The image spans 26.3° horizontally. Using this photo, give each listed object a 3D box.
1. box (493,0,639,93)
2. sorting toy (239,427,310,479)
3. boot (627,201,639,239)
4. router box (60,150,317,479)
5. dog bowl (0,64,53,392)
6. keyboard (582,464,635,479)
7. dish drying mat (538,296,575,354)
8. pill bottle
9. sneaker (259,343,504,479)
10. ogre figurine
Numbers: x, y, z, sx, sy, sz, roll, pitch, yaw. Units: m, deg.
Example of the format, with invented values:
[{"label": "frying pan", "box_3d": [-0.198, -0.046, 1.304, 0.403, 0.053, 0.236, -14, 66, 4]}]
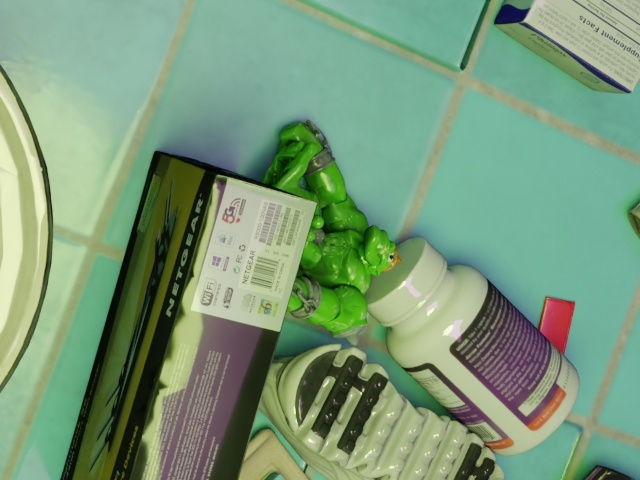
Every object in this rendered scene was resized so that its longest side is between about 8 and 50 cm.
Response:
[{"label": "box", "box_3d": [0.242, -0.218, 1.204, 0.126, 0.072, 0.137, 29, 87, -19]}, {"label": "sorting toy", "box_3d": [-0.051, 0.298, 1.175, 0.193, 0.038, 0.208, -42, 109, -26]}, {"label": "boot", "box_3d": [0.416, -0.021, 1.284, 0.208, 0.076, 0.189, -43, 93, -15]}, {"label": "router box", "box_3d": [-0.112, 0.094, 1.048, 0.081, 0.243, 0.309, 15, 92, -18]}, {"label": "dog bowl", "box_3d": [-0.407, -0.014, 0.991, 0.408, 0.150, 0.408, -2, 97, -17]}, {"label": "keyboard", "box_3d": [0.228, 0.376, 1.285, 0.201, 0.033, 0.317, 43, 89, -13]}, {"label": "dish drying mat", "box_3d": [0.215, 0.096, 1.272, 0.032, 0.008, 0.083, 11, 94, -17]}, {"label": "pill bottle", "box_3d": [0.126, 0.089, 1.191, 0.193, 0.108, 0.108, 44, 84, -18]}, {"label": "sneaker", "box_3d": [0.055, 0.186, 1.185, 0.292, 0.118, 0.110, 45, 65, -26]}, {"label": "ogre figurine", "box_3d": [0.000, 0.000, 1.126, 0.097, 0.197, 0.118, -36, 126, 10]}]
